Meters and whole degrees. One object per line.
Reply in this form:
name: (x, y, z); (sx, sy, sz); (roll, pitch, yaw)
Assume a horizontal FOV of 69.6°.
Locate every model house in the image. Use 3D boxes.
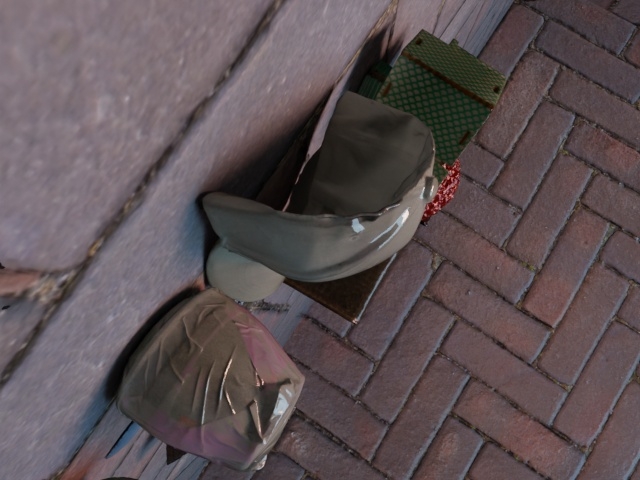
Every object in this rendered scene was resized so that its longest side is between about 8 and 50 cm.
model house: (0.140, -0.185, 0.642); (0.271, 0.178, 0.206); (-54, 179, -3)

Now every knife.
knife: (-0.193, 0.175, 0.668); (0.313, 0.019, 0.044); (-54, 165, -20)

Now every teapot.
teapot: (-0.122, 0.184, 0.516); (0.221, 0.178, 0.163); (-58, 172, 15)

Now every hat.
hat: (-0.004, -0.006, 0.529); (0.258, 0.168, 0.301); (-46, 172, -39)

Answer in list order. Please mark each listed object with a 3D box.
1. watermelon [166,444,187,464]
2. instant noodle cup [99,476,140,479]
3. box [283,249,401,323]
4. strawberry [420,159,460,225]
watermelon: (-0.187, 0.288, 0.845); (0.257, 0.140, 0.193); (-38, 167, -39)
instant noodle cup: (-0.245, 0.371, 0.497); (0.205, 0.205, 0.153); (-56, 179, -3)
box: (0.031, 0.016, 0.806); (0.143, 0.184, 0.273); (-62, 173, 7)
strawberry: (0.238, -0.189, 1.126); (0.257, 0.261, 0.261); (-53, 176, 30)
